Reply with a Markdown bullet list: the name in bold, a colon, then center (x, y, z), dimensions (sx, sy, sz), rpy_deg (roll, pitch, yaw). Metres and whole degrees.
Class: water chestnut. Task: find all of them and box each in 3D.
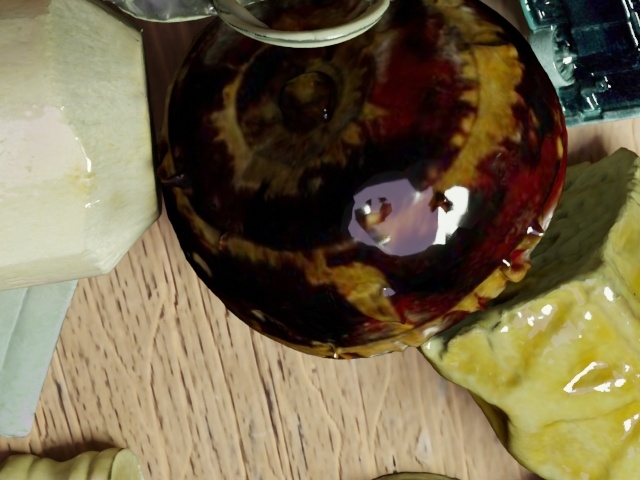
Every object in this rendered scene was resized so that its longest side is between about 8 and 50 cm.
- **water chestnut**: center (0.038, -0.048, 1.165), dimensions (0.300, 0.300, 0.300), rpy_deg (-1, 116, -2)

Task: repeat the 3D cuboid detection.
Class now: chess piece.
- **chess piece**: center (-0.257, 0.225, 1.395), dimensions (0.200, 0.090, 0.090), rpy_deg (-5, 117, 13)

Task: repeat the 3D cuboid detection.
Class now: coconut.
- **coconut**: center (-0.229, -0.077, 1.169), dimensions (0.241, 0.241, 0.241), rpy_deg (-1, 116, -2)

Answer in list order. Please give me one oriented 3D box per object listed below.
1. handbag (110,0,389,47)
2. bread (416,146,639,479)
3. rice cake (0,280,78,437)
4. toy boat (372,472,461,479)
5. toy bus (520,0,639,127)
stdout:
- **handbag**: center (-0.019, -0.206, 1.054), dimensions (0.241, 0.315, 0.109), rpy_deg (-7, 114, 0)
- **bread**: center (0.220, 0.076, 1.275), dimensions (0.239, 0.196, 0.252), rpy_deg (-27, 112, 15)
- **rice cake**: center (-0.266, 0.068, 1.333), dimensions (0.124, 0.038, 0.211), rpy_deg (12, 115, -9)
- **toy boat**: center (0.066, 0.269, 1.434), dimensions (0.188, 0.061, 0.116), rpy_deg (-34, 111, 14)
- **toy bus**: center (0.199, -0.223, 1.147), dimensions (0.128, 0.147, 0.256), rpy_deg (-7, 120, 33)
